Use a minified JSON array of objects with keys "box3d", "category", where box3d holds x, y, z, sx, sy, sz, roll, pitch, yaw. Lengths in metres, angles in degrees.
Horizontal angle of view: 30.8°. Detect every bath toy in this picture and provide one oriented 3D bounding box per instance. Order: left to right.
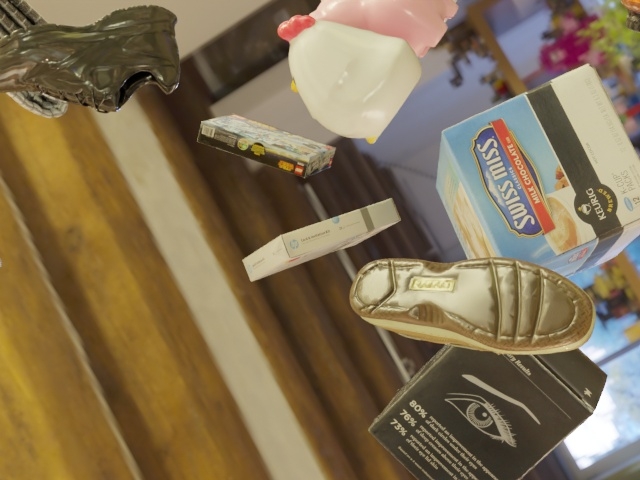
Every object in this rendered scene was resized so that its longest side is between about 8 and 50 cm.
[{"box3d":[0.054,-0.220,1.110,0.129,0.151,0.348,34,-138,-5],"category":"bath toy"}]

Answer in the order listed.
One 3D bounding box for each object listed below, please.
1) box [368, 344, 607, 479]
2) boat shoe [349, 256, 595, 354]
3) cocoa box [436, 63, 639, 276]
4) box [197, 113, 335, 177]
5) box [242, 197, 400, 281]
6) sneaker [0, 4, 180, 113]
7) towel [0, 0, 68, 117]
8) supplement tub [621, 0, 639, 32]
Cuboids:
[{"box3d":[0.181,0.176,1.252,0.153,0.207,0.108,45,-155,5],"category":"box"},{"box3d":[0.116,0.052,0.840,0.072,0.190,0.068,45,-117,-46],"category":"boat shoe"},{"box3d":[0.314,-0.062,1.689,0.347,0.228,0.231,67,180,-79],"category":"cocoa box"},{"box3d":[-0.061,-0.111,1.343,0.137,0.027,0.094,20,-162,15],"category":"box"},{"box3d":[0.000,0.000,1.641,0.145,0.186,0.038,-31,81,61],"category":"box"},{"box3d":[-0.325,-0.228,1.565,0.109,0.286,0.130,70,-173,-85],"category":"sneaker"},{"box3d":[-0.490,-0.319,1.711,0.284,0.121,0.235,44,174,-37],"category":"towel"},{"box3d":[0.577,-0.461,2.005,0.106,0.106,0.197,-96,9,-64],"category":"supplement tub"}]
